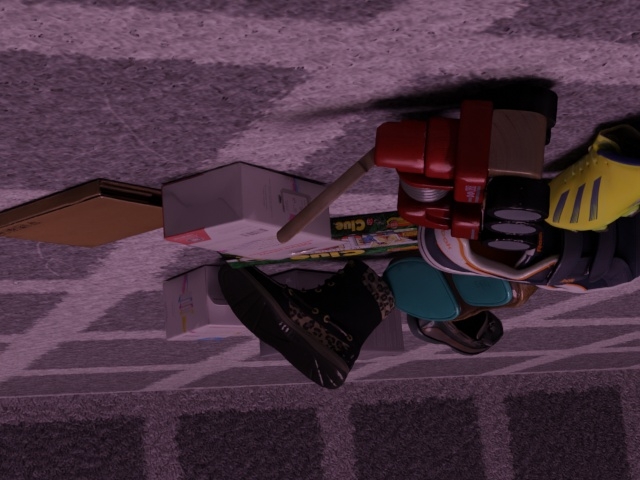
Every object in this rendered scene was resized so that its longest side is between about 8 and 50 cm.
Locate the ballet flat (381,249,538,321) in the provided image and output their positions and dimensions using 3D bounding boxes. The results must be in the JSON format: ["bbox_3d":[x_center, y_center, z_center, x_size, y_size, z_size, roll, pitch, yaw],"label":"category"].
[{"bbox_3d":[0.214,0.041,1.833,0.124,0.116,0.342,-27,-176,-25],"label":"ballet flat"}]

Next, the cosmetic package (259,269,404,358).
[{"bbox_3d":[0.016,0.121,2.072,0.238,0.127,0.107,8,163,-42],"label":"cosmetic package"}]

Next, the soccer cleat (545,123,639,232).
[{"bbox_3d":[0.319,-0.081,1.402,0.121,0.093,0.289,34,157,-21],"label":"soccer cleat"}]

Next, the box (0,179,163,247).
[{"bbox_3d":[-0.256,-0.027,1.504,0.201,0.021,0.164,-15,165,37],"label":"box"}]

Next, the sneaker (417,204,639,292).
[{"bbox_3d":[0.289,0.000,1.611,0.321,0.126,0.127,-1,173,-11],"label":"sneaker"}]

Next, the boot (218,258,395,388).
[{"bbox_3d":[-0.016,0.079,1.893,0.178,0.236,0.085,-47,180,-37],"label":"boot"}]

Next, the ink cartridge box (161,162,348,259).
[{"bbox_3d":[-0.068,-0.028,1.470,0.115,0.067,0.198,-13,164,34],"label":"ink cartridge box"}]

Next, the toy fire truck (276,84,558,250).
[{"bbox_3d":[0.093,-0.054,1.272,0.246,0.158,0.217,6,170,6],"label":"toy fire truck"}]

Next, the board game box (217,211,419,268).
[{"bbox_3d":[0.000,0.000,1.728,0.260,0.030,0.136,-6,170,6],"label":"board game box"}]

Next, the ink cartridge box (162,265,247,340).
[{"bbox_3d":[-0.156,0.092,1.944,0.092,0.089,0.143,4,164,-37],"label":"ink cartridge box"}]

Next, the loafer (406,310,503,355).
[{"bbox_3d":[0.269,0.156,2.437,0.084,0.096,0.268,-22,158,37],"label":"loafer"}]
